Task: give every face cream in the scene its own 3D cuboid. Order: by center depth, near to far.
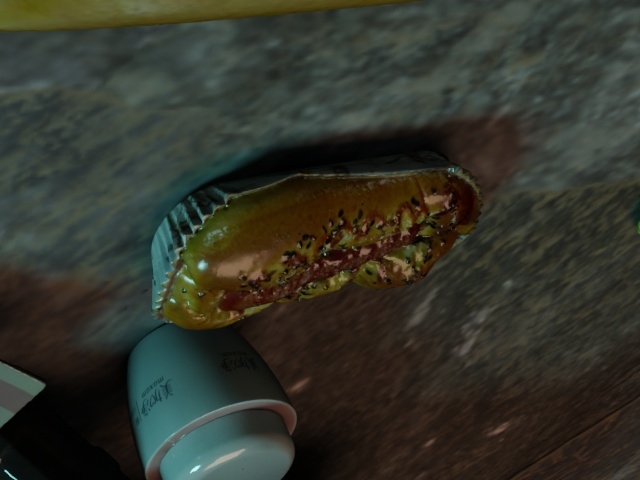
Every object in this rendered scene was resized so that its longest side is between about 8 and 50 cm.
[{"bbox_3d":[-0.064,0.098,0.760,0.091,0.095,0.091,-20,148,-13],"label":"face cream"}]

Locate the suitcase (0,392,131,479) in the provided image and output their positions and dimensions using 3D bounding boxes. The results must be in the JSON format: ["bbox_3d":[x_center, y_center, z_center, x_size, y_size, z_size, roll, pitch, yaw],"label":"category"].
[{"bbox_3d":[-0.192,0.232,0.775,0.285,0.206,0.066,-43,-172,24],"label":"suitcase"}]

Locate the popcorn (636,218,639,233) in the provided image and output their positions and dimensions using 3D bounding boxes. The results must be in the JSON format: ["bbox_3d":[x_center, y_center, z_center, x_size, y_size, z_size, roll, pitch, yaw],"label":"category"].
[{"bbox_3d":[0.245,-0.011,0.883,0.083,0.068,0.059,-7,140,42],"label":"popcorn"}]

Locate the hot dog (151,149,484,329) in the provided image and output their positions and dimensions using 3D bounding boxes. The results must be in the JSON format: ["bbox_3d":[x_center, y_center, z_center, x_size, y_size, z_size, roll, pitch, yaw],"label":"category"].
[{"bbox_3d":[0.000,0.000,0.709,0.191,0.059,0.108,-14,150,-26],"label":"hot dog"}]

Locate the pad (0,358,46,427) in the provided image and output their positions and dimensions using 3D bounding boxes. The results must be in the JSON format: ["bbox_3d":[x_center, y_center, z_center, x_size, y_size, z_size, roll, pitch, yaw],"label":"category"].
[{"bbox_3d":[-0.301,0.128,0.641,0.300,0.005,0.202,-43,132,15],"label":"pad"}]

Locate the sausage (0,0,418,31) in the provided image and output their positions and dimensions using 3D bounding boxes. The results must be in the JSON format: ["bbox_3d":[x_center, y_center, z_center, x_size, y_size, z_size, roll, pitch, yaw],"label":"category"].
[{"bbox_3d":[-0.058,-0.127,0.424,0.354,0.116,0.134,-11,159,-21],"label":"sausage"}]
